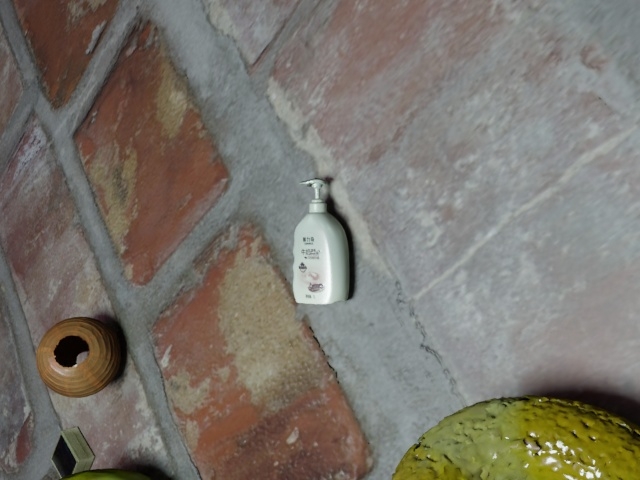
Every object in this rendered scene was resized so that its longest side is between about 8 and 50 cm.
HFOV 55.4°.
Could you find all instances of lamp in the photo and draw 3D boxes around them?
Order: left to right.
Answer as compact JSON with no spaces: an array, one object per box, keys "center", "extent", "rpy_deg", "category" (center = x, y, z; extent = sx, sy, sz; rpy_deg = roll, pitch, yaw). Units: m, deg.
[{"center":[-0.405,0.196,1.027],"extent":[0.136,0.136,0.136],"rpy_deg":[1,91,40],"category":"lamp"}]

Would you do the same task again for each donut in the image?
[{"center":[0.168,0.228,0.464],"extent":[0.272,0.272,0.107],"rpy_deg":[9,137,40],"category":"donut"}]

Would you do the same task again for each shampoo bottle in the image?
[{"center":[0.000,0.000,0.737],"extent":[0.077,0.045,0.151],"rpy_deg":[0,90,41],"category":"shampoo bottle"}]

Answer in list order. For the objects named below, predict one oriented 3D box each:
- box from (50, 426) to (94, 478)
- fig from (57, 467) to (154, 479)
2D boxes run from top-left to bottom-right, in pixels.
[{"center":[-0.467,0.409,1.144],"extent":[0.079,0.035,0.083],"rpy_deg":[41,115,32],"category":"box"},{"center":[-0.296,0.455,0.925],"extent":[0.233,0.314,0.232],"rpy_deg":[174,90,-77],"category":"fig"}]
